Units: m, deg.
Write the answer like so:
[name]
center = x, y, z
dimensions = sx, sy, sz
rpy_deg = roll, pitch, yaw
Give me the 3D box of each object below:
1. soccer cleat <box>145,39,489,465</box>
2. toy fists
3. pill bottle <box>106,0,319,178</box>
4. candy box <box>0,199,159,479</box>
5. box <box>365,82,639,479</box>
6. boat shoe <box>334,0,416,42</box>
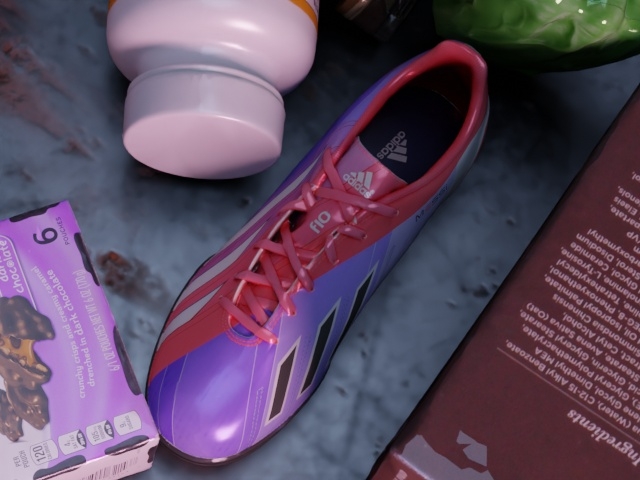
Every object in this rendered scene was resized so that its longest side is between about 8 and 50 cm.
[soccer cleat]
center = 0.000, 0.000, 1.117
dimensions = 0.109, 0.116, 0.318
rpy_deg = 37, 68, 7
[toy fists]
center = 0.092, -0.180, 1.084
dimensions = 0.279, 0.142, 0.096
rpy_deg = 22, 83, -27
[pill bottle]
center = -0.068, -0.171, 1.163
dimensions = 0.136, 0.136, 0.245
rpy_deg = 6, 68, -6
[candy box]
center = -0.218, 0.087, 1.074
dimensions = 0.196, 0.070, 0.164
rpy_deg = -19, 73, -16
[box]
center = 0.179, 0.044, 1.090
dimensions = 0.143, 0.191, 0.381
rpy_deg = 33, 67, 5
[boat shoe]
center = 0.070, -0.194, 1.243
dimensions = 0.049, 0.056, 0.152
rpy_deg = 48, 65, -10
